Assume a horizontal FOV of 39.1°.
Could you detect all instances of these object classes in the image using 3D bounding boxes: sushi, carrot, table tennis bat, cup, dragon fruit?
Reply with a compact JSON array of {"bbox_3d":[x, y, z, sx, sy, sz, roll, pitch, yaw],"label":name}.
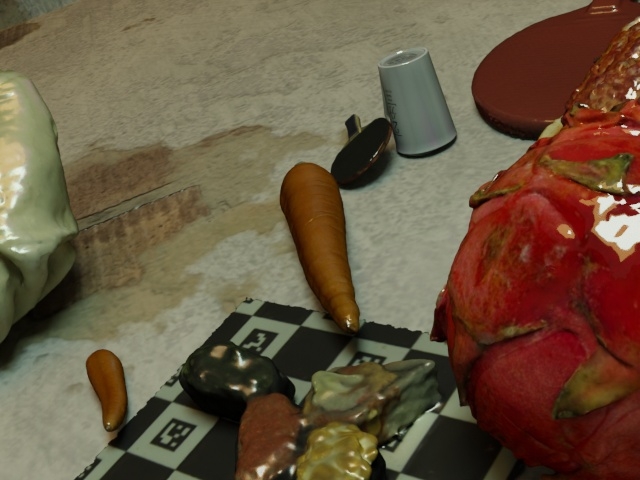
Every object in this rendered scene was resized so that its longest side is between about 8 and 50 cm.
[{"bbox_3d":[-0.037,0.152,0.700,0.359,0.064,0.343,7,40,38],"label":"sushi"},{"bbox_3d":[0.000,0.000,0.914,0.069,0.069,0.336,-18,32,2],"label":"carrot"},{"bbox_3d":[0.342,-0.248,1.132,0.268,0.051,0.414,2,39,30],"label":"table tennis bat"},{"bbox_3d":[-0.196,0.137,0.834,0.035,0.035,0.142,-25,28,-9],"label":"carrot"},{"bbox_3d":[0.046,-0.118,1.090,0.095,0.014,0.158,-44,22,17],"label":"table tennis bat"},{"bbox_3d":[0.105,-0.167,1.077,0.074,0.116,0.104,-30,25,-19],"label":"cup"},{"bbox_3d":[0.196,0.037,0.578,0.252,0.241,0.241,-38,32,2],"label":"dragon fruit"}]

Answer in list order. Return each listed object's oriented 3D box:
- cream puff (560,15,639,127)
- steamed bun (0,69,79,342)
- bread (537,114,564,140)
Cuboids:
[{"bbox_3d":[0.316,-0.088,0.724,0.240,0.164,0.240,7,55,-10],"label":"cream puff"},{"bbox_3d":[-0.440,-0.007,1.000,0.339,0.247,0.352,-12,66,-7],"label":"steamed bun"},{"bbox_3d":[0.286,-0.075,0.874,0.149,0.073,0.122,-2,40,30],"label":"bread"}]
